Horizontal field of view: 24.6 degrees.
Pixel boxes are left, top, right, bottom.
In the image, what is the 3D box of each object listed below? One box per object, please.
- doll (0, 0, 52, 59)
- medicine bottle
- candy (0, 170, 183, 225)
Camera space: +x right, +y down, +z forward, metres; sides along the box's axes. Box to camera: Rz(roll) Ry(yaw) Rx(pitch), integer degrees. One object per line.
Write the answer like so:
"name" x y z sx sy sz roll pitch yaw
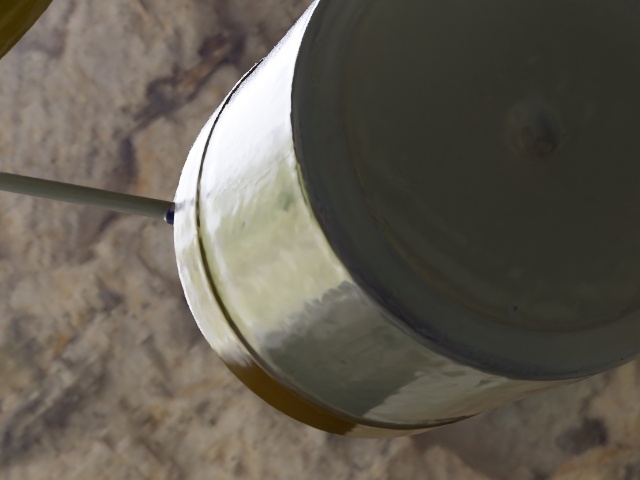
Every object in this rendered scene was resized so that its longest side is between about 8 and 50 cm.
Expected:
"doll" -0.332 -0.119 0.823 0.423 0.348 0.161 11 -6 -11
"medicine bottle" 0.063 -0.024 0.780 0.238 0.238 0.232 51 -24 -2
"candy" -0.089 -0.014 1.070 0.365 0.124 0.124 10 -51 13
